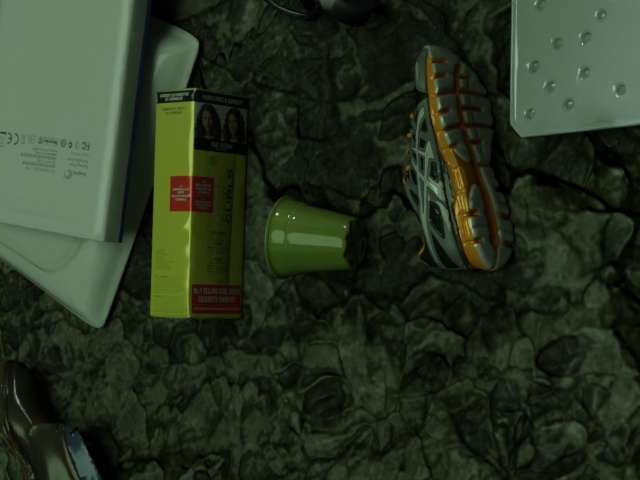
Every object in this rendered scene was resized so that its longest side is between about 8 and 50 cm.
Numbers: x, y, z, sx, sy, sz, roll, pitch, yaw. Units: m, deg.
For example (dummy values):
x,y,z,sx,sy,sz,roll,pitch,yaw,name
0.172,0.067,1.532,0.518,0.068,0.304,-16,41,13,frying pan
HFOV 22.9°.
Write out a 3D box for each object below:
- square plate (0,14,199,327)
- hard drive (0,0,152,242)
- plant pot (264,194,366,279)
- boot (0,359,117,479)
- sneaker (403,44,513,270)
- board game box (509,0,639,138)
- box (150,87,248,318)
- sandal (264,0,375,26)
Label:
x,y,z,sx,sy,sz,roll,pitch,yaw,name
-0.315,-0.125,1.804,0.344,0.049,0.347,30,106,36,square plate
-0.279,-0.169,1.720,0.210,0.040,0.318,10,94,38,hard drive
0.000,0.000,1.535,0.079,0.083,0.083,5,91,25,plant pot
-0.290,0.221,1.765,0.106,0.082,0.219,-23,68,13,boot
0.111,-0.072,1.443,0.083,0.084,0.215,-16,79,42,sneaker
0.320,-0.288,1.266,0.390,0.050,0.390,-4,83,47,board game box
-0.124,-0.036,1.624,0.058,0.087,0.232,1,87,38,box
-0.034,-0.260,1.565,0.254,0.097,0.054,40,111,44,sandal
